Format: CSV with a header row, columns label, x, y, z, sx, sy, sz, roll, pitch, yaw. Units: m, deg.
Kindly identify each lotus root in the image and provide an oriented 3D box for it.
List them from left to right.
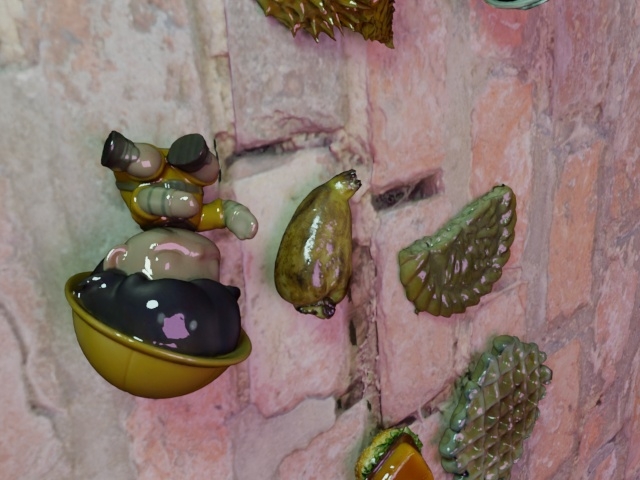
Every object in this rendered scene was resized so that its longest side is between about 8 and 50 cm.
label,x,y,z,sx,sy,sz,roll,pitch,yaw
lotus root,0.000,0.000,0.838,0.108,0.094,0.190,13,88,-66

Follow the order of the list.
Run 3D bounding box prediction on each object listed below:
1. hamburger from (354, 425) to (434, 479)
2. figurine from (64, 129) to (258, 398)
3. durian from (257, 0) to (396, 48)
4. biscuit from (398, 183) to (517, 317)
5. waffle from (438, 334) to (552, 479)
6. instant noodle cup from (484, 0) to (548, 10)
label,x,y,z,sx,sy,sz,roll,pitch,yaw
hamburger,0.120,0.380,1.073,0.137,0.087,0.166,-44,130,-21
figurine,-0.157,0.028,0.665,0.192,0.167,0.256,10,76,-38
durian,-0.003,-0.344,0.710,0.196,0.185,0.305,-11,123,-13
biscuit,0.242,0.035,1.089,0.273,0.036,0.187,-35,125,-27
waffle,0.339,0.332,1.264,0.292,0.056,0.309,30,84,-43
instant noodle cup,0.218,-0.435,0.805,0.236,0.215,0.215,28,86,-35
